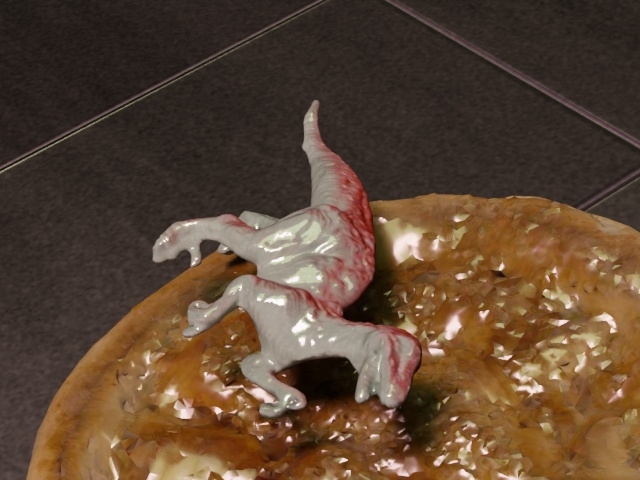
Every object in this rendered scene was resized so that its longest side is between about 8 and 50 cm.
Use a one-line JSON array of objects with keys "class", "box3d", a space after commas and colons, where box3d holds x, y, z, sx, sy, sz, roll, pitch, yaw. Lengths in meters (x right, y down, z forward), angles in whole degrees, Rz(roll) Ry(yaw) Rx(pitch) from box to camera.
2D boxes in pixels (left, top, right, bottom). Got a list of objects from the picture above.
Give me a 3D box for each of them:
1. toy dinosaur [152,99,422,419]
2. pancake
[{"class": "toy dinosaur", "box3d": [0.000, 0.000, 0.899, 0.167, 0.053, 0.242, 2, 39, 23]}, {"class": "pancake", "box3d": [0.040, 0.094, 0.864, 0.382, 0.071, 0.382, -8, 39, 7]}]
